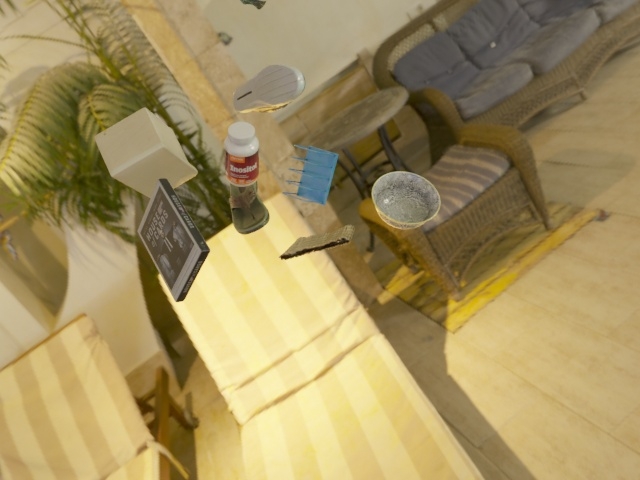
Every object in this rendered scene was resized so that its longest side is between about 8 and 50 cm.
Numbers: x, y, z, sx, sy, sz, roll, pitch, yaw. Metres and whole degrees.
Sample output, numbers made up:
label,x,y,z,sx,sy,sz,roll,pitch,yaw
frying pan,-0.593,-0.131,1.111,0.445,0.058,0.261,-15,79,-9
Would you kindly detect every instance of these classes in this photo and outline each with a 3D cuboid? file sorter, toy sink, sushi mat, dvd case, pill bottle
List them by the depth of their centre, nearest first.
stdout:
label,x,y,z,sx,sy,sz,roll,pitch,yaw
sushi mat,0.000,0.000,1.386,0.152,0.019,0.316,-16,5,6
dvd case,-0.351,-0.002,1.444,0.030,0.238,0.179,-7,-40,-44
pill bottle,-0.195,-0.213,1.515,0.086,0.152,0.086,3,49,-3
toy sink,-0.448,-0.224,1.600,0.153,0.131,0.234,-29,-14,5
file sorter,-0.038,-0.212,1.960,0.118,0.170,0.105,22,12,34

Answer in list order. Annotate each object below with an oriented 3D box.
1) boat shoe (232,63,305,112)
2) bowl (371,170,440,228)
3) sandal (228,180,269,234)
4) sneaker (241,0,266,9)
label,x,y,z,sx,sy,sz,roll,pitch,yaw
boat shoe,-0.139,-0.463,1.883,0.119,0.121,0.335,-7,6,-39
bowl,0.205,-0.084,1.522,0.170,0.170,0.080,-47,-19,-32
sandal,-0.248,-0.131,1.953,0.120,0.086,0.302,-28,48,5
sneaker,-0.249,-0.792,1.965,0.076,0.167,0.064,129,162,-59
